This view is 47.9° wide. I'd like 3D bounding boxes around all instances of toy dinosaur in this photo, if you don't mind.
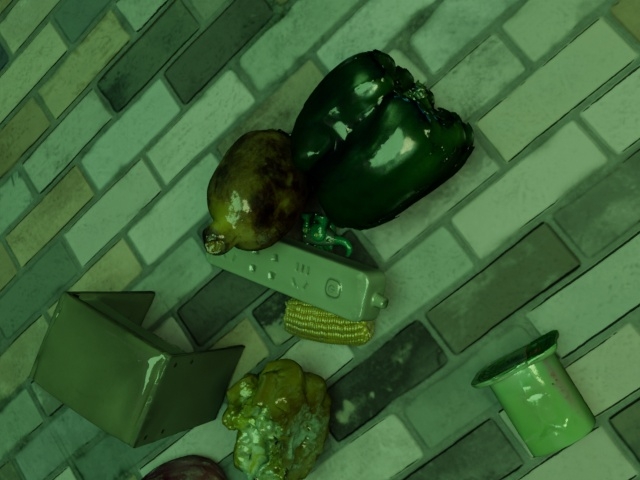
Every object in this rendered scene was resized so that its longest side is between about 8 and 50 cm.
[{"bbox_3d":[0.000,0.000,1.284,0.132,0.059,0.096,13,102,31],"label":"toy dinosaur"}]

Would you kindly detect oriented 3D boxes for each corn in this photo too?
[{"bbox_3d":[0.015,0.137,1.263,0.165,0.063,0.085,5,102,25],"label":"corn"}]

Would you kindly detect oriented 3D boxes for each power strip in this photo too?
[{"bbox_3d":[-0.046,0.050,1.252,0.385,0.062,0.091,19,100,35],"label":"power strip"}]

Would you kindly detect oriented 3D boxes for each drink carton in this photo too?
[{"bbox_3d":[0.329,0.238,1.093,0.144,0.146,0.142,-32,85,19],"label":"drink carton"}]

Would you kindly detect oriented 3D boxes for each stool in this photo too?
[{"bbox_3d":[-0.320,0.215,1.292,0.244,0.270,0.170,26,97,21],"label":"stool"}]

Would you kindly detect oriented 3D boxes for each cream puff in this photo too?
[{"bbox_3d":[-0.081,0.306,1.252,0.195,0.195,0.220,9,104,23],"label":"cream puff"}]

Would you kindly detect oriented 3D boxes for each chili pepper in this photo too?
[{"bbox_3d":[0.093,-0.148,1.157,0.257,0.233,0.248,-43,56,19],"label":"chili pepper"}]

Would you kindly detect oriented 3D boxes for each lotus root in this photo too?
[{"bbox_3d":[-0.103,-0.081,1.220,0.142,0.314,0.169,-11,127,36],"label":"lotus root"}]

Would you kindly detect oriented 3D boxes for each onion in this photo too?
[{"bbox_3d":[-0.294,0.539,1.353,0.284,0.120,0.227,-25,74,21],"label":"onion"}]
